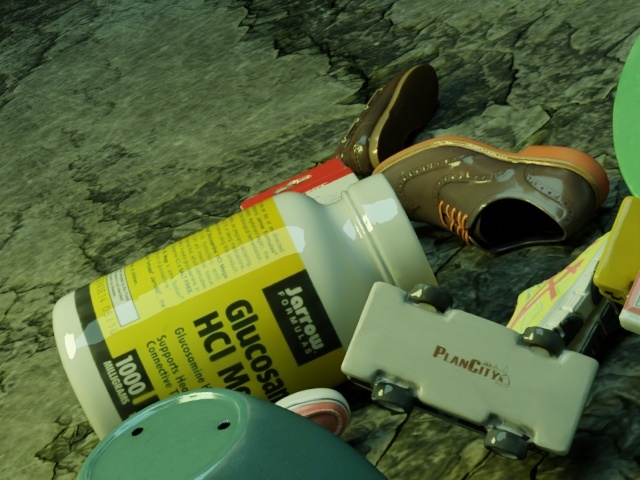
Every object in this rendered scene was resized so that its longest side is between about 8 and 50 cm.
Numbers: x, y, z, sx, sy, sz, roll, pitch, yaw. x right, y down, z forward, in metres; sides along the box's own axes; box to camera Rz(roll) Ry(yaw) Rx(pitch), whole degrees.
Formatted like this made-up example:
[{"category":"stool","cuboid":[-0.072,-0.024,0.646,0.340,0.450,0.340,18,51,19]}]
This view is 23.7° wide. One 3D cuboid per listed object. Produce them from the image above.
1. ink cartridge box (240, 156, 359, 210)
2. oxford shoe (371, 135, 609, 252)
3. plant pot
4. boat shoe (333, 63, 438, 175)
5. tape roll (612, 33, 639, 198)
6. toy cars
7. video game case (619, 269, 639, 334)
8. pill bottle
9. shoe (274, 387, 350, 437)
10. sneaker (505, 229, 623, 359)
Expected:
[{"category":"ink cartridge box","cuboid":[0.000,0.000,1.638,0.134,0.078,0.231,-25,24,-1]},{"category":"oxford shoe","cuboid":[0.152,-0.042,1.555,0.271,0.097,0.098,-1,38,39]},{"category":"plant pot","cuboid":[-0.073,0.224,1.106,0.290,0.195,0.290,-20,25,10]},{"category":"boat shoe","cuboid":[0.080,-0.152,1.879,0.073,0.073,0.207,-5,30,34]},{"category":"tape roll","cuboid":[0.409,-0.121,1.297,0.321,0.077,0.321,-21,54,32]},{"category":"toy cars","cuboid":[0.214,0.074,1.201,0.394,0.176,0.087,-19,-20,-1]},{"category":"video game case","cuboid":[0.373,-0.027,1.144,0.204,0.025,0.285,20,74,22]},{"category":"pill bottle","cuboid":[-0.063,0.070,1.420,0.334,0.188,0.188,-26,24,0]},{"category":"shoe","cuboid":[-0.047,0.198,1.304,0.178,0.063,0.081,-30,24,2]},{"category":"sneaker","cuboid":[0.214,0.053,1.321,0.208,0.081,0.094,-40,26,-29]}]
